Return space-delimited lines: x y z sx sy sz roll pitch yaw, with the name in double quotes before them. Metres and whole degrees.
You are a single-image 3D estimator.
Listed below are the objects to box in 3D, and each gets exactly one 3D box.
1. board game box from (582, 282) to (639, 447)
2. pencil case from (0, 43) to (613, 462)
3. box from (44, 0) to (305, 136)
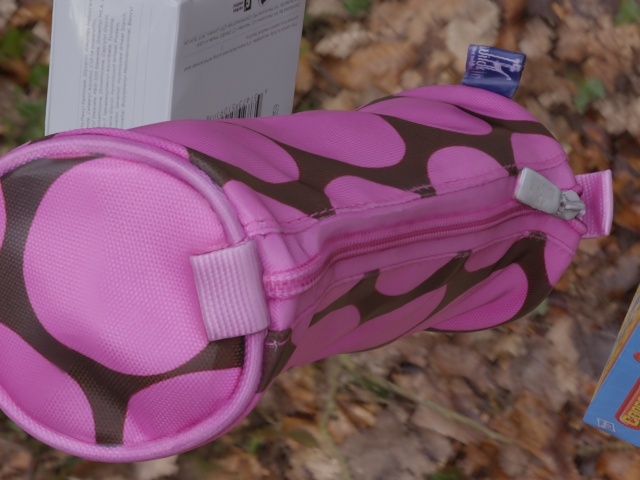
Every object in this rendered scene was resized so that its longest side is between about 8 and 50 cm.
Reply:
"board game box" 0.328 -0.013 1.403 0.086 0.308 0.302 24 66 8
"pencil case" 0.000 0.000 0.484 0.098 0.209 0.095 9 104 29
"box" -0.111 -0.138 1.363 0.119 0.181 0.182 21 120 25
